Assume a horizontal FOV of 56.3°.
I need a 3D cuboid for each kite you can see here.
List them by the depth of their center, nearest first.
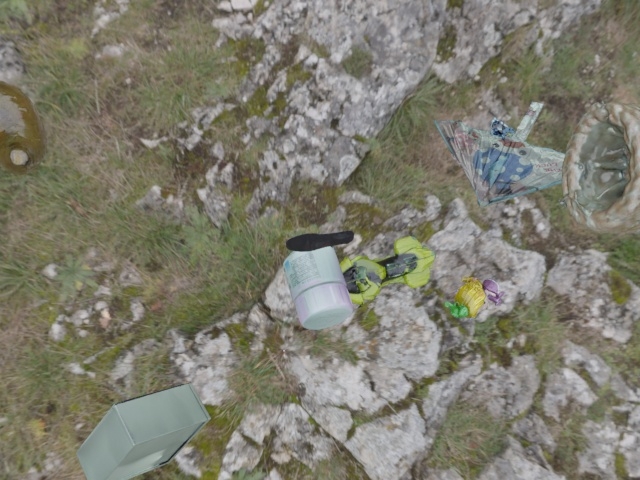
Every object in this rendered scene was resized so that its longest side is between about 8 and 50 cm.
[{"bbox_3d":[0.430,-0.205,1.355,0.406,0.014,0.368,22,58,23],"label":"kite"}]

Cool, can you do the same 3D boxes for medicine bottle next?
[{"bbox_3d":[-0.006,0.107,1.389,0.135,0.135,0.168,-17,62,-6],"label":"medicine bottle"}]

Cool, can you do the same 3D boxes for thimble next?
[{"bbox_3d":[0.541,-0.126,1.061,0.148,0.196,0.228,0,106,-22],"label":"thimble"}]

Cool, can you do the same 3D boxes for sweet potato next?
[{"bbox_3d":[-0.323,-0.125,0.578,0.250,0.059,0.069,28,82,29],"label":"sweet potato"}]

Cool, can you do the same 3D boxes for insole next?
[{"bbox_3d":[0.000,0.000,1.133,0.135,0.045,0.002,-8,40,-13],"label":"insole"}]

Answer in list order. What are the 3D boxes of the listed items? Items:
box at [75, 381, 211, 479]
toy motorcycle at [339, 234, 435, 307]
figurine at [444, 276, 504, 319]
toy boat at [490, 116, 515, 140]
[{"bbox_3d":[-0.430,0.469,1.453,0.225,0.225,0.117,-49,64,28],"label":"box"},{"bbox_3d":[0.149,0.089,1.631,0.343,0.206,0.142,-16,94,-17],"label":"toy motorcycle"},{"bbox_3d":[0.375,0.144,1.527,0.156,0.094,0.115,-28,42,-28],"label":"figurine"},{"bbox_3d":[0.489,-0.267,1.571,0.060,0.060,0.137,-17,58,-10],"label":"toy boat"}]
